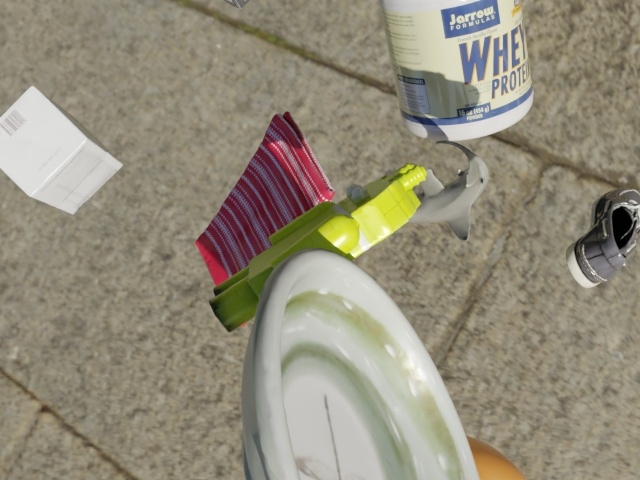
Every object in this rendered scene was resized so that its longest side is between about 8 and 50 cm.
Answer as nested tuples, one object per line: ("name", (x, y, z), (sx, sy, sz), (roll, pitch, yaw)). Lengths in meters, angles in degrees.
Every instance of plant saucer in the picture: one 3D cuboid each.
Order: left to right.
("plant saucer", (0.029, 0.206, 0.890), (0.100, 0.400, 0.400), (-24, 66, 22))

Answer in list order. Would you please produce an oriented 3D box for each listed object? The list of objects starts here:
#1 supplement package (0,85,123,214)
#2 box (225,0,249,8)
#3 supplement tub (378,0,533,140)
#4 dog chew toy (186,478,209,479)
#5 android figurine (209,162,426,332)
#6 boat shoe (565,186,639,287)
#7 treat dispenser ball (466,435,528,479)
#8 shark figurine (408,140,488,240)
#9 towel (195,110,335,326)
("supplement package", (-0.463, -0.149, 1.727), (0.134, 0.244, 0.139), (44, 87, 6))
("box", (-0.094, -0.497, 1.503), (0.231, 0.183, 0.056), (-43, 43, -10))
("supplement tub", (0.225, -0.356, 1.672), (0.235, 0.325, 0.235), (-11, 27, 6))
("dog chew toy", (-0.202, 0.409, 1.154), (0.332, 0.206, 0.206), (-47, 61, 14))
("android figurine", (0.000, 0.000, 1.095), (0.273, 0.248, 0.056), (-35, 97, 3))
("boat shoe", (0.350, -0.013, 1.150), (0.065, 0.206, 0.075), (-33, 94, 42))
("treat dispenser ball", (0.149, 0.388, 1.268), (0.288, 0.288, 0.288), (-8, 72, 24))
("shark figurine", (0.221, -0.062, 1.574), (0.278, 0.166, 0.116), (136, 130, -62))
("towel", (-0.089, -0.030, 1.463), (0.275, 0.031, 0.199), (-55, 44, 28))
